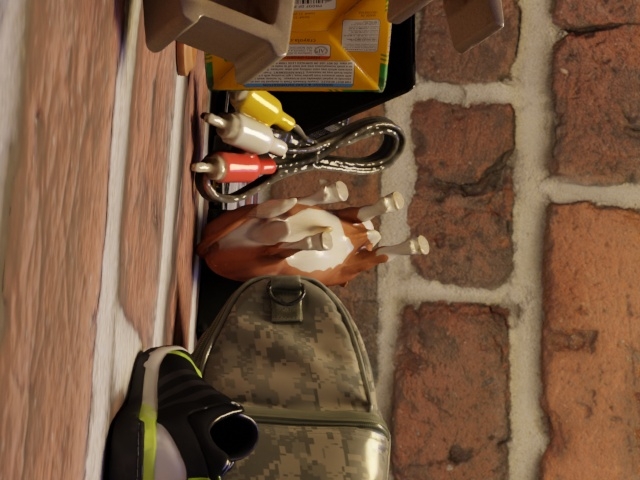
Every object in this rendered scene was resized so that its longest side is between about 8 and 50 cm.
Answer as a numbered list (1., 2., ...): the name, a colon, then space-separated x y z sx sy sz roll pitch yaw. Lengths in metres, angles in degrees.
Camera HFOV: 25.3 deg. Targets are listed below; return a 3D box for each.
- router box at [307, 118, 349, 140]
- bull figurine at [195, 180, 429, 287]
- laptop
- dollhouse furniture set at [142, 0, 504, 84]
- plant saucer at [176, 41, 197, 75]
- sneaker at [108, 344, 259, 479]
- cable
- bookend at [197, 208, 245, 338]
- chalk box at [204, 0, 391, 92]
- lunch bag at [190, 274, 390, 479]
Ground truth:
1. router box: 0.012 -0.192 1.883 0.092 0.038 0.122 -22 -132 62
2. bull figurine: 0.000 0.000 1.635 0.310 0.188 0.101 -4 77 -52
3. laptop: -0.012 -0.184 1.853 0.407 0.236 0.382 94 0 -49
4. dollhouse furniture set: -0.011 -0.214 0.860 0.259 0.262 0.135 -30 -129 48
5. plant saucer: -0.118 -0.189 1.273 0.083 0.013 0.083 -178 -90 -89
6. sneaker: -0.093 0.144 1.036 0.234 0.097 0.084 -88 -178 -74
7. cable: -0.022 -0.088 1.532 0.072 0.287 0.139 32 -73 52
8. bookend: -0.107 0.064 1.748 0.157 0.072 0.156 96 -3 -68
9. chalk box: -0.025 -0.309 1.397 0.179 0.180 0.288 93 -3 -55
10. lunch bag: -0.042 0.203 1.457 0.305 0.213 0.256 95 -1 -60
